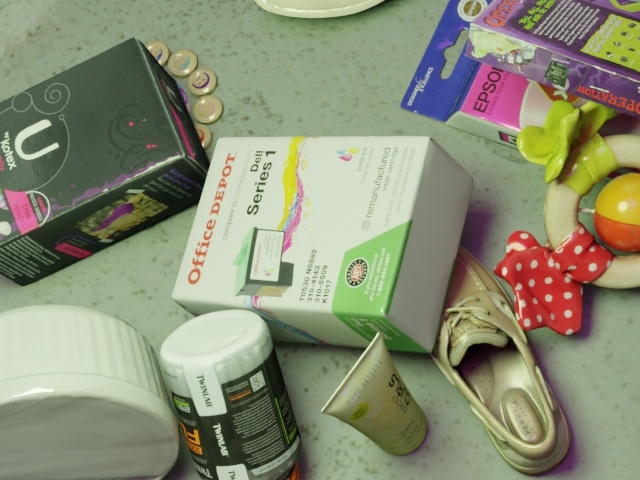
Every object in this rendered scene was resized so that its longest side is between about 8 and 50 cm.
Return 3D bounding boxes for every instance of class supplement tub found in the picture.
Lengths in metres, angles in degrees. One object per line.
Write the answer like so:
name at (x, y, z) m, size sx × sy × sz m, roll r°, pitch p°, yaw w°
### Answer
supplement tub at (-0.088, 0.178, 1.592) m, size 0.117 × 0.117 × 0.190 m, roll -13°, pitch 112°, yaw 5°

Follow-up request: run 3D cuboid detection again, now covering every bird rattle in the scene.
bird rattle at (0.292, -0.022, 1.590) m, size 0.207 × 0.143 × 0.253 m, roll 4°, pitch 95°, yaw 3°

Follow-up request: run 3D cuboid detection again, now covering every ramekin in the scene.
ramekin at (-0.285, 0.176, 1.610) m, size 0.273 × 0.273 × 0.127 m, roll -15°, pitch 55°, yaw 7°

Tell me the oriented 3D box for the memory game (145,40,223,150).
memory game at (-0.207, -0.154, 1.843) m, size 0.186 × 0.012 × 0.186 m, roll -4°, pitch 69°, yaw 11°

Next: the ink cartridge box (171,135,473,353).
ink cartridge box at (0.000, 0.000, 1.637) m, size 0.278 × 0.117 × 0.201 m, roll 2°, pitch 68°, yaw 35°

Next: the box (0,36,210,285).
box at (-0.279, -0.086, 1.751) m, size 0.270 × 0.143 × 0.165 m, roll -26°, pitch 71°, yaw 5°

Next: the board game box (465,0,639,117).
board game box at (0.320, -0.258, 1.648) m, size 0.208 × 0.056 × 0.347 m, roll 26°, pitch 44°, yaw 17°

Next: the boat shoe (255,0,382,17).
boat shoe at (0.072, -0.348, 1.808) m, size 0.324 × 0.096 × 0.116 m, roll -18°, pitch 108°, yaw 9°

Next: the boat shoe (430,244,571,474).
boat shoe at (0.164, 0.104, 1.616) m, size 0.109 × 0.098 × 0.302 m, roll -29°, pitch 67°, yaw 1°

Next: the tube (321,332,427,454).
tube at (0.057, 0.164, 1.541) m, size 0.062 × 0.240 × 0.070 m, roll -8°, pitch 68°, yaw 12°

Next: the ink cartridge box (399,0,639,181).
ink cartridge box at (0.284, -0.176, 1.717) m, size 0.371 × 0.069 × 0.175 m, roll 20°, pitch 76°, yaw 21°
